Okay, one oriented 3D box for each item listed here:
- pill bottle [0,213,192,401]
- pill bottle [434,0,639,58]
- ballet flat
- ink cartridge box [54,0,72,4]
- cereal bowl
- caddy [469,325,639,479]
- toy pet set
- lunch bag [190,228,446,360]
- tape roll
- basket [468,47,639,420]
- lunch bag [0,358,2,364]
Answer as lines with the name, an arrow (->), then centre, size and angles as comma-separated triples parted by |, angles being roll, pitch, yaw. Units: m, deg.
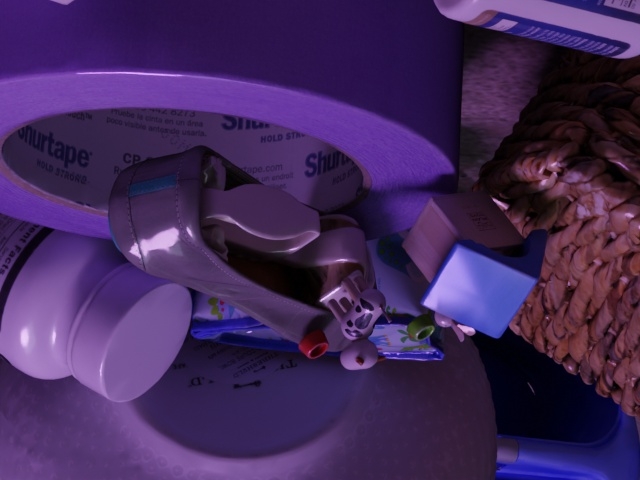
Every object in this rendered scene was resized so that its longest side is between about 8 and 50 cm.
pill bottle -> -0.174, 0.016, 1.049 | 0.193, 0.108, 0.108 | 29, 175, 25
pill bottle -> 0.112, -0.115, 0.748 | 0.120, 0.067, 0.067 | 10, 162, -22
ballet flat -> -0.015, 0.008, 0.876 | 0.068, 0.072, 0.213 | -18, 155, 32
ink cartridge box -> -0.113, -0.150, 0.672 | 0.115, 0.067, 0.198 | 14, 161, -34
cereal bowl -> -0.050, 0.108, 1.128 | 0.338, 0.339, 0.141 | 3, 144, 0
caddy -> 0.088, 0.169, 1.432 | 0.341, 0.241, 0.179 | 7, 170, -14
toy pet set -> 0.070, 0.034, 0.881 | 0.122, 0.065, 0.114 | -8, 140, -40
lunch bag -> 0.000, 0.000, 1.055 | 0.151, 0.129, 0.096 | 1, 161, 14
tape roll -> -0.066, -0.073, 0.889 | 0.274, 0.090, 0.275 | 4, 164, 1
basket -> 0.218, -0.040, 0.941 | 0.213, 0.223, 0.299 | 36, 167, 10
lunch bag -> -0.193, 0.131, 1.439 | 0.256, 0.213, 0.305 | -13, 165, -2
